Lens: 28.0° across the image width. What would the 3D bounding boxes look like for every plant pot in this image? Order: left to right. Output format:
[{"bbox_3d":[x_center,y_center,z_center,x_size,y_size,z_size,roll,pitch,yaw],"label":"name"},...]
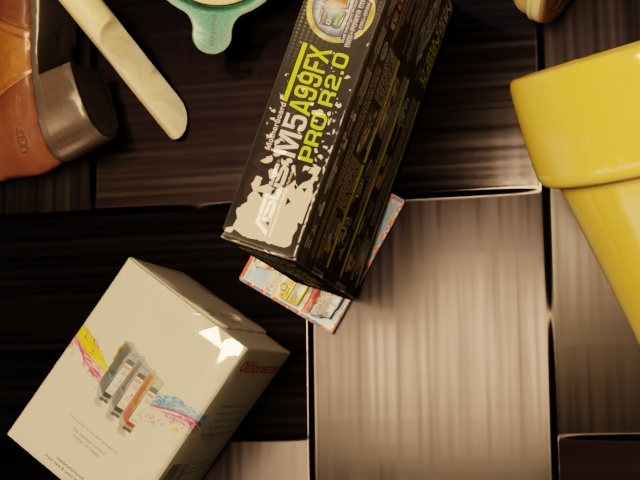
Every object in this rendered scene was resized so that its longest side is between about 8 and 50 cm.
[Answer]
[{"bbox_3d":[0.286,-0.035,0.906,0.254,0.254,0.239,-15,95,12],"label":"plant pot"}]

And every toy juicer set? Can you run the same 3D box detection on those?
[{"bbox_3d":[-0.119,-0.270,1.061,0.209,0.089,0.329,30,93,-18],"label":"toy juicer set"}]

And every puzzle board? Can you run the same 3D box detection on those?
[{"bbox_3d":[0.000,0.000,1.084,0.096,0.011,0.128,29,91,15],"label":"puzzle board"}]

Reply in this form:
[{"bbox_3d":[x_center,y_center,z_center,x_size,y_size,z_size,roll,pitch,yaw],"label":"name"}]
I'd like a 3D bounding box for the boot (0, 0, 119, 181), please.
[{"bbox_3d":[-0.338,-0.157,1.167,0.280,0.096,0.264,-20,86,19],"label":"boot"}]

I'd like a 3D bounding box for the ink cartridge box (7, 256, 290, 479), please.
[{"bbox_3d":[-0.135,0.122,1.043,0.127,0.128,0.176,36,92,15],"label":"ink cartridge box"}]

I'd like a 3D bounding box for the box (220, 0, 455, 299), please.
[{"bbox_3d":[0.023,-0.101,0.975,0.060,0.216,0.270,18,85,14],"label":"box"}]

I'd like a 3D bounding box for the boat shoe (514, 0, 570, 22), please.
[{"bbox_3d":[0.173,-0.317,1.006,0.089,0.104,0.285,13,108,26],"label":"boat shoe"}]
